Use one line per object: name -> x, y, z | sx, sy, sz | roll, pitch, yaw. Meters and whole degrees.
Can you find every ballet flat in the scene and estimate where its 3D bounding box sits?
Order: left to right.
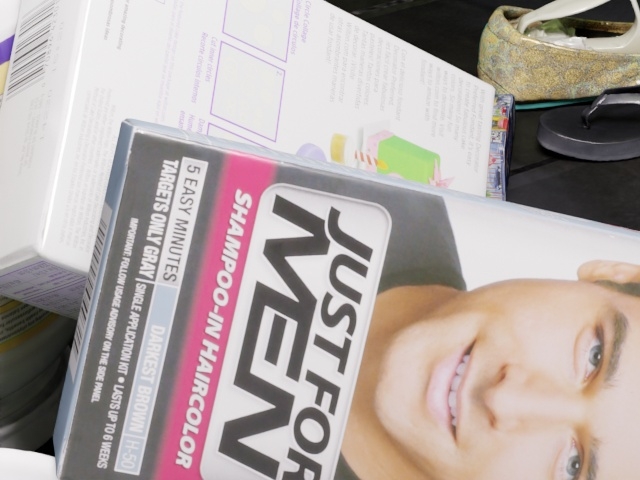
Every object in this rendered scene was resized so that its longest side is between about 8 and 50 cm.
ballet flat -> 0.327, -0.194, 1.632 | 0.348, 0.123, 0.123 | -2, 26, 5

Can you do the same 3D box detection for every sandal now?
sandal -> 0.324, -0.122, 1.550 | 0.254, 0.054, 0.097 | -6, 26, -2

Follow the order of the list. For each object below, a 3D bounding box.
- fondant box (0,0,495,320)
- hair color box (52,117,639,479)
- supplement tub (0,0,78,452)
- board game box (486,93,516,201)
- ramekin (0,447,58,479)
fondant box -> -0.042, -0.041, 1.073 | 0.330, 0.238, 0.096 | 22, -26, -33
hair color box -> 0.058, 0.064, 0.907 | 0.374, 0.185, 0.113 | 12, 4, -11
supplement tub -> -0.292, -0.022, 1.134 | 0.241, 0.331, 0.241 | -4, 25, 2
board game box -> 0.078, -0.096, 1.535 | 0.194, 0.060, 0.194 | 0, 26, 9
ramekin -> -0.207, 0.231, 0.822 | 0.277, 0.135, 0.277 | -4, 25, 2
